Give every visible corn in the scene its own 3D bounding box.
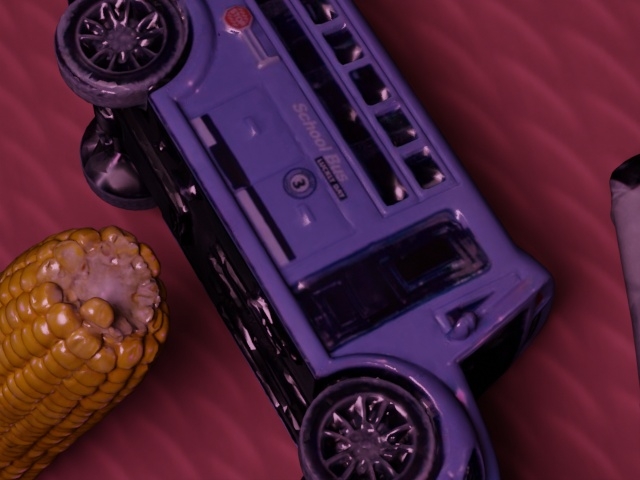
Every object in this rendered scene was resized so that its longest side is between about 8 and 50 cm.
[{"bbox_3d":[-0.132,0.060,0.751,0.238,0.080,0.080,-43,64,52],"label":"corn"}]

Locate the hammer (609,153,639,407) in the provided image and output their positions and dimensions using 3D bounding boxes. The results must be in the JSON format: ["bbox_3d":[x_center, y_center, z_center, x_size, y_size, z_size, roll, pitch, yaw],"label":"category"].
[{"bbox_3d":[0.160,0.162,0.659,0.152,0.044,0.427,-8,68,21],"label":"hammer"}]

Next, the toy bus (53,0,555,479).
[{"bbox_3d":[0.000,0.000,0.726,0.133,0.125,0.292,-27,70,-13],"label":"toy bus"}]
